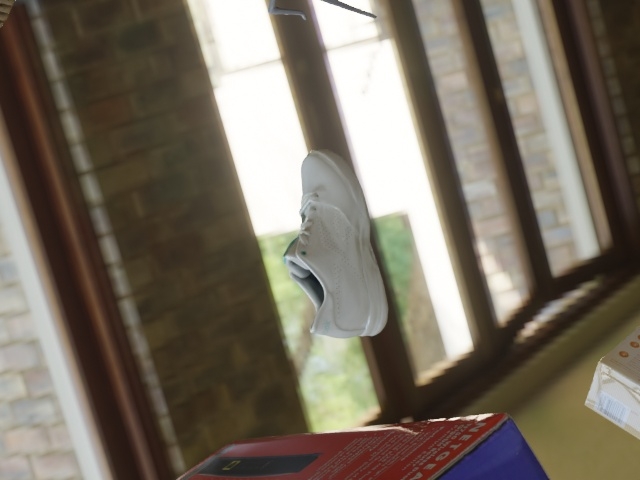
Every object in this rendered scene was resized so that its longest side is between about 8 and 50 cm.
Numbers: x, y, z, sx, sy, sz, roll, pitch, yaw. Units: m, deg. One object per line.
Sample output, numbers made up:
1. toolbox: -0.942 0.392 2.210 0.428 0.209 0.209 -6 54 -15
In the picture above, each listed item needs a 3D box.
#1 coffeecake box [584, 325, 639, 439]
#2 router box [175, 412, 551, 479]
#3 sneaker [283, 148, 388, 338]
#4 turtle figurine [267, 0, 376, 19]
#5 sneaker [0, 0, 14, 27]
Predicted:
1. coffeecake box: 0.398 0.148 1.746 0.142 0.068 0.185 32 -138 26
2. router box: 0.072 0.250 0.803 0.082 0.335 0.301 -35 -174 -26
3. sneaker: 0.000 0.000 1.663 0.094 0.212 0.080 -5 154 -23
4. turtle figurine: -0.030 -0.241 0.906 0.118 0.234 0.175 -36 -152 37
5. sneaker: -0.245 -0.245 1.119 0.099 0.153 0.282 18 139 -30
